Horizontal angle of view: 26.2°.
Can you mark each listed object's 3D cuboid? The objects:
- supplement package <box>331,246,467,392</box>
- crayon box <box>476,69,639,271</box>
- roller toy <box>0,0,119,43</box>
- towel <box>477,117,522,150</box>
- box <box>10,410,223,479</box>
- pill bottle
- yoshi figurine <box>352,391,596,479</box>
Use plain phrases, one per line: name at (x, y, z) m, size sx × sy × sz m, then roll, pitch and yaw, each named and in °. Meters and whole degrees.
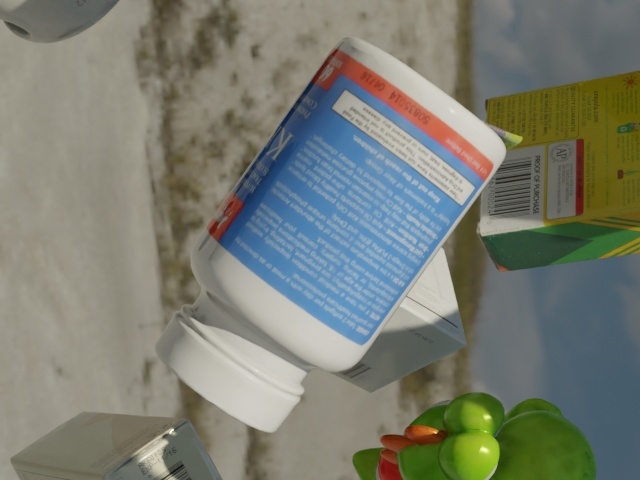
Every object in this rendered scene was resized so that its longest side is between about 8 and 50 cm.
supplement package at (0.048, 0.017, 1.506) m, size 0.139 × 0.134 × 0.244 m, roll 32°, pitch 38°, yaw -45°
crayon box at (0.338, -0.086, 1.499) m, size 0.081 × 0.319 × 0.202 m, roll 56°, pitch 33°, yaw -46°
roller toy at (-0.253, -0.285, 1.240) m, size 0.146 × 0.191 × 0.209 m, roll 31°, pitch 51°, yaw -49°
towel at (0.135, -0.099, 1.251) m, size 0.060 × 0.083 × 0.009 m, roll -26°, pitch -133°, yaw 58°
box at (-0.237, 0.293, 1.621) m, size 0.311 × 0.121 × 0.148 m, roll -6°, pitch -66°, yaw 58°
pill bottle at (0.000, 0.000, 0.821) m, size 0.221 × 0.124 × 0.124 m, roll -54°, pitch -168°, yaw 2°
yoshi figurine at (0.168, 0.253, 1.378) m, size 0.362 × 0.203 × 0.203 m, roll 100°, pitch -34°, yaw -67°
